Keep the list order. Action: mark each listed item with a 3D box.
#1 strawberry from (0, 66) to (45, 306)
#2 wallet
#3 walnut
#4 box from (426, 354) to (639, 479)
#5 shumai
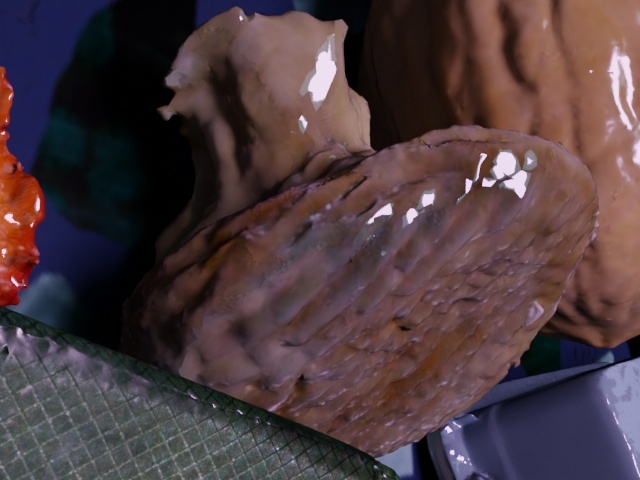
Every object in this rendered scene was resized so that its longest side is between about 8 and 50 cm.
[{"bbox_3d":[-0.146,-0.017,0.385,0.104,0.048,0.152,31,44,-31],"label":"strawberry"},{"bbox_3d":[-0.081,0.118,0.382,0.236,0.055,0.160,30,86,-42],"label":"wallet"},{"bbox_3d":[0.129,-0.073,0.591,0.225,0.225,0.260,9,72,-47],"label":"walnut"},{"bbox_3d":[0.176,0.141,0.638,0.227,0.130,0.162,-3,67,-48],"label":"box"},{"bbox_3d":[0.000,0.000,0.480,0.153,0.209,0.161,57,8,31],"label":"shumai"}]
